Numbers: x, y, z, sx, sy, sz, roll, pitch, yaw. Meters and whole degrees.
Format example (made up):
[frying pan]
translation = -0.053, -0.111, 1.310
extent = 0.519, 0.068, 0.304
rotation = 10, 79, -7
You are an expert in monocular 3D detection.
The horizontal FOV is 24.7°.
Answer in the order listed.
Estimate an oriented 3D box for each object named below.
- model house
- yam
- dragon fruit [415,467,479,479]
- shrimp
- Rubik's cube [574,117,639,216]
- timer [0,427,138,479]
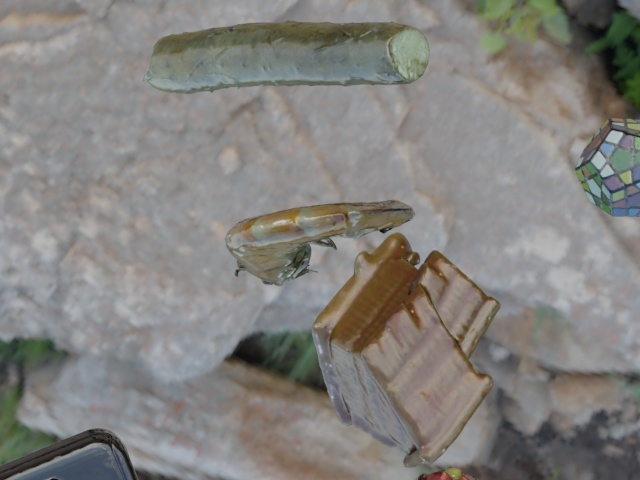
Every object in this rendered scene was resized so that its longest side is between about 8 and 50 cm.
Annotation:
[model house]
translation = 0.121, 0.143, 1.751
extent = 0.229, 0.199, 0.219
rotation = 32, 157, 43
[yam]
translation = -0.047, -0.201, 1.596
extent = 0.372, 0.083, 0.083
rotation = 2, 131, 39
[dragon fruit]
translation = 0.117, 0.250, 1.416
extent = 0.060, 0.083, 0.056
rotation = 53, 178, 18
[shrimp]
translation = 0.000, 0.000, 1.328
extent = 0.169, 0.058, 0.296
rotation = -8, 173, -3
[Rubik's cube]
translation = 0.390, -0.093, 1.848
extent = 0.112, 0.133, 0.133
rotation = -11, 124, 47
[timer]
translation = -0.178, 0.240, 1.033
extent = 0.055, 0.144, 0.187
rotation = -145, 34, -71
